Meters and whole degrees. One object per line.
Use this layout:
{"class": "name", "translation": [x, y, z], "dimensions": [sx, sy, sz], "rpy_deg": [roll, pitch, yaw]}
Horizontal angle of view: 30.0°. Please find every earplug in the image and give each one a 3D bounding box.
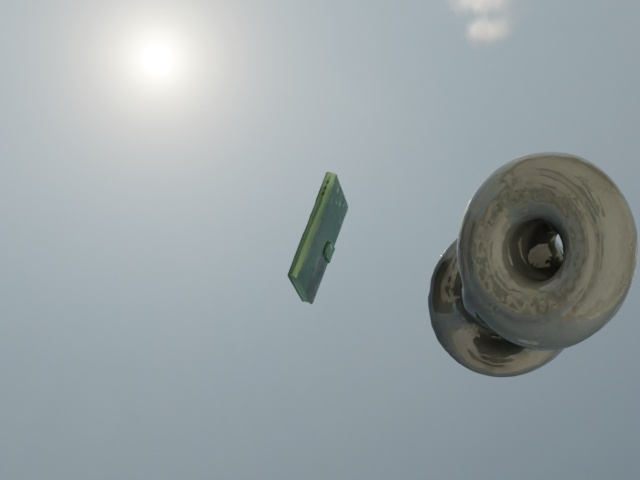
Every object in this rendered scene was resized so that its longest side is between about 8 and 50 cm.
{"class": "earplug", "translation": [0.240, 0.036, 1.345], "dimensions": [0.175, 0.325, 0.214], "rpy_deg": [-13, -113, -22]}

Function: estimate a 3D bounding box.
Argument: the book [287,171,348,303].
{"class": "book", "translation": [0.000, 0.000, 1.404], "dimensions": [0.017, 0.103, 0.135], "rpy_deg": [15, -109, 16]}
